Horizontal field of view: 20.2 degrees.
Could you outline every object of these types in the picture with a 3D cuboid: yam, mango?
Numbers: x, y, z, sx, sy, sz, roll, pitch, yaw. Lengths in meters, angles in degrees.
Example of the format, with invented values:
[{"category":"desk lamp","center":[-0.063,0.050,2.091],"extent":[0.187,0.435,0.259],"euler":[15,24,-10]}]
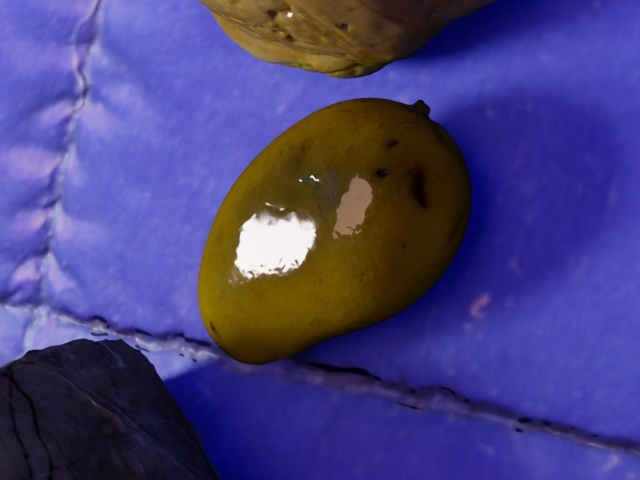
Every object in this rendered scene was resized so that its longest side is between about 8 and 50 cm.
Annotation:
[{"category":"yam","center":[-0.118,0.197,0.822],"extent":[0.202,0.201,0.271],"euler":[-41,69,19]},{"category":"mango","center":[0.000,0.000,0.850],"extent":[0.161,0.076,0.103],"euler":[-40,69,28]}]

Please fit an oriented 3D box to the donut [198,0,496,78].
[{"category":"donut","center":[-0.005,-0.206,0.858],"extent":[0.208,0.128,0.261],"euler":[-34,64,23]}]
